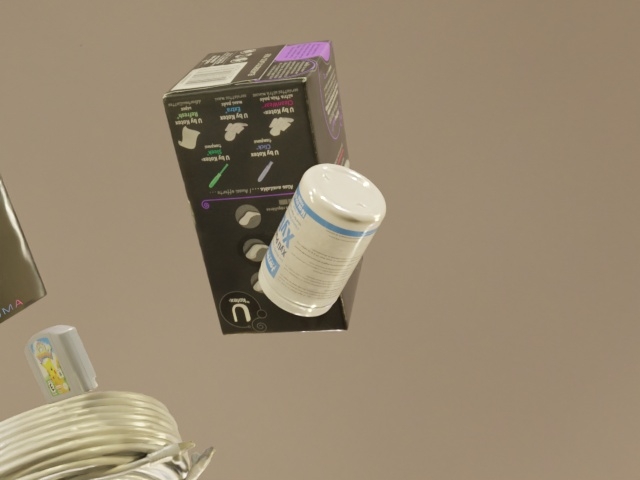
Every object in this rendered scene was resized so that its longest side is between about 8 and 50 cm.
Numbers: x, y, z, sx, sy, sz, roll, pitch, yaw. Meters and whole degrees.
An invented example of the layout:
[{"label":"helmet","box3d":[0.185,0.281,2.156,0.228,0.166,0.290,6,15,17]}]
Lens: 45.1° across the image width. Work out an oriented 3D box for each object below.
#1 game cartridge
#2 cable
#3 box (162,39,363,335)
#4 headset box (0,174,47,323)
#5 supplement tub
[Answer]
[{"label":"game cartridge","box3d":[-0.200,0.094,0.588,0.017,0.083,0.056,-19,-94,-42]},{"label":"cable","box3d":[-0.267,0.254,0.807,0.257,0.089,0.257,3,-41,-33]},{"label":"box","box3d":[-0.047,-0.055,0.817,0.143,0.165,0.270,-4,-64,12]},{"label":"headset box","box3d":[-0.499,0.010,0.935,0.246,0.131,0.283,-34,-29,-27]},{"label":"supplement tub","box3d":[0.000,0.000,0.608,0.071,0.071,0.107,14,-54,-20]}]
